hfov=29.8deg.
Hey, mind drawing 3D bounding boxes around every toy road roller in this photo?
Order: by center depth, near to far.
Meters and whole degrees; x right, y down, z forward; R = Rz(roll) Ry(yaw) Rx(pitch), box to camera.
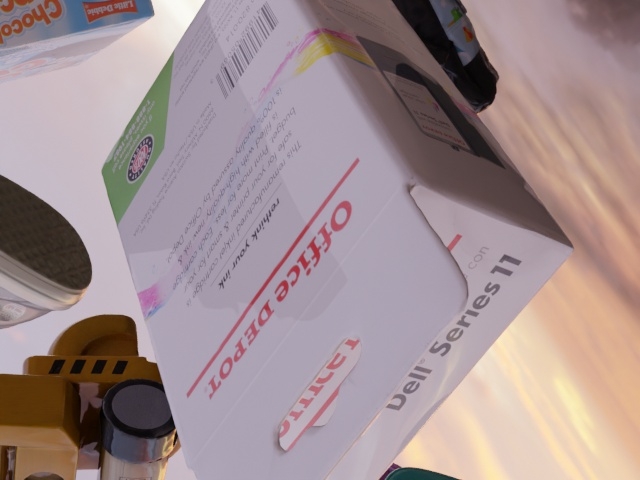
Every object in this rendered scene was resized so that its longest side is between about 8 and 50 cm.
[{"bbox_3d":[-0.322,0.214,1.458,0.241,0.329,0.202,-105,23,-49],"label":"toy road roller"}]

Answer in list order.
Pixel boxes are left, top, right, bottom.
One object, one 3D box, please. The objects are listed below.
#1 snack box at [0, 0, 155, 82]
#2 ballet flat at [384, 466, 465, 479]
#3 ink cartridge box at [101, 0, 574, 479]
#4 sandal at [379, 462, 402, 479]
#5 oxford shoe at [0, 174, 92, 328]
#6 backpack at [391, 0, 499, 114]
[{"bbox_3d":[-0.300,-0.133,0.854,0.187,0.322,0.060,-6,101,62],"label":"snack box"},{"bbox_3d":[0.222,0.344,1.331,0.116,0.342,0.124,-50,-42,-48],"label":"ballet flat"},{"bbox_3d":[0.000,0.000,0.680,0.119,0.207,0.353,20,-151,-33],"label":"ink cartridge box"},{"bbox_3d":[0.035,0.370,1.867,0.169,0.416,0.102,-61,-16,-54],"label":"sandal"},{"bbox_3d":[-0.409,-0.045,1.091,0.449,0.130,0.169,39,-153,-36],"label":"oxford shoe"},{"bbox_3d":[0.023,-0.298,1.470,0.355,0.290,0.273,51,-147,-26],"label":"backpack"}]
